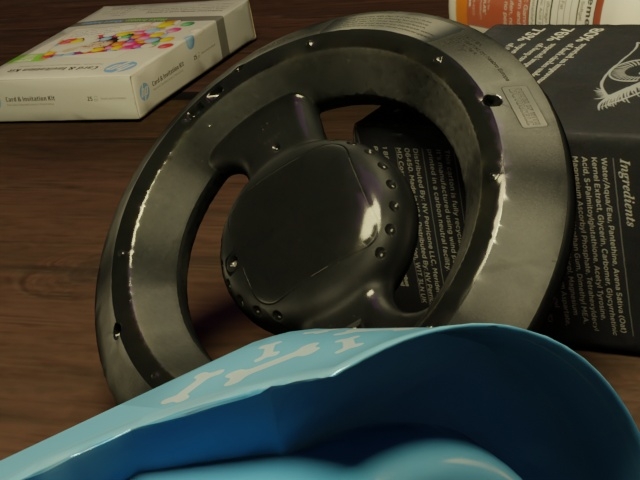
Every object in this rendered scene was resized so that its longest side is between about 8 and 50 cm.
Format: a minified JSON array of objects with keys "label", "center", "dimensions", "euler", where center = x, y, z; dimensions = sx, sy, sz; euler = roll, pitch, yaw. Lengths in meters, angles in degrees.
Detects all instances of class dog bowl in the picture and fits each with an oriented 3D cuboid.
[{"label":"dog bowl","center":[-0.043,0.121,0.401],"dimensions":[0.297,0.166,0.074],"euler":[-24,22,-28]}]

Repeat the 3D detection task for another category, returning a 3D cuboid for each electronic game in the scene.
[{"label":"electronic game","center":[0.000,0.000,0.673],"dimensions":[0.229,0.048,0.229],"euler":[-15,57,24]}]

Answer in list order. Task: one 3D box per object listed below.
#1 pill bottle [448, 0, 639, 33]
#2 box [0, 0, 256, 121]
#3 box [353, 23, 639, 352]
[{"label":"pill bottle","center":[0.188,-0.137,0.953],"dimensions":[0.121,0.121,0.216],"euler":[-24,26,-28]},{"label":"box","center":[-0.157,-0.143,1.228],"dimensions":[0.145,0.038,0.186],"euler":[2,27,28]},{"label":"box","center":[0.145,-0.030,0.736],"dimensions":[0.207,0.108,0.153],"euler":[6,28,34]}]
